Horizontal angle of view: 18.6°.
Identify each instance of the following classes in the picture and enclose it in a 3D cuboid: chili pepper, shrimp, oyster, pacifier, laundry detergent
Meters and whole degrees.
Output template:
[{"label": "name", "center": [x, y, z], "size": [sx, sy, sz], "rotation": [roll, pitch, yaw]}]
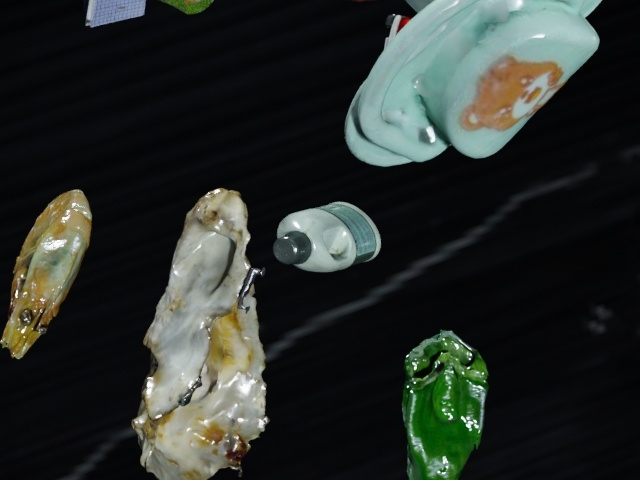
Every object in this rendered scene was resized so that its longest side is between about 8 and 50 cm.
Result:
[{"label": "chili pepper", "center": [0.123, 0.207, 2.144], "size": [0.062, 0.108, 0.216], "rotation": [22, -69, 57]}, {"label": "shrimp", "center": [-0.284, 0.038, 1.983], "size": [0.115, 0.051, 0.217], "rotation": [-41, -152, 41]}, {"label": "oyster", "center": [-0.129, 0.109, 2.170], "size": [0.198, 0.133, 0.337], "rotation": [-17, 120, -68]}, {"label": "pacifier", "center": [0.123, -0.229, 1.897], "size": [0.269, 0.343, 0.288], "rotation": [51, 22, 23]}, {"label": "laundry detergent", "center": [0.000, 0.000, 2.607], "size": [0.099, 0.070, 0.225], "rotation": [49, 22, 11]}]

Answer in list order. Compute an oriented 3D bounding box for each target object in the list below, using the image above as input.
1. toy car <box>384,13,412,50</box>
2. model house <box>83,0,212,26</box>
[{"label": "toy car", "center": [0.136, -0.231, 2.563], "size": [0.139, 0.112, 0.112], "rotation": [50, 47, -82]}, {"label": "model house", "center": [-0.151, -0.205, 1.275], "size": [0.088, 0.167, 0.117], "rotation": [-55, 161, -63]}]
